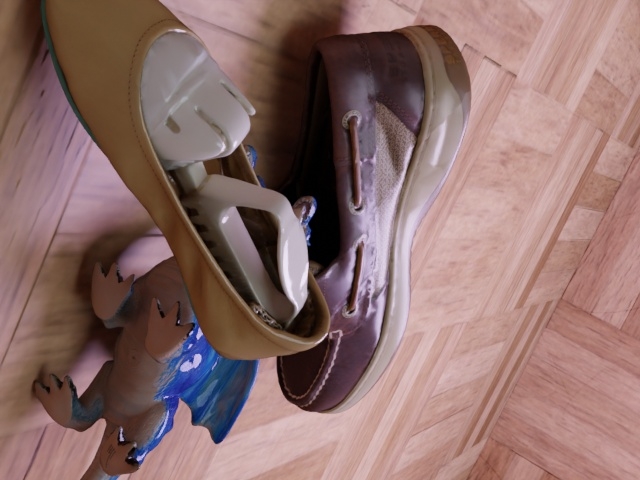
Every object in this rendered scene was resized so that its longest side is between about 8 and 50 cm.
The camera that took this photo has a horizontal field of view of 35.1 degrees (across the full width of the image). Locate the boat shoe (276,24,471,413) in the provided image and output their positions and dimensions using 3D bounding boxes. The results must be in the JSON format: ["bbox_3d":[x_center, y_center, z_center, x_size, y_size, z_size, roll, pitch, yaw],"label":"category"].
[{"bbox_3d":[0.000,0.000,0.745,0.123,0.123,0.342,-6,134,-28],"label":"boat shoe"}]

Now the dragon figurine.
[{"bbox_3d":[-0.095,0.081,0.639,0.144,0.085,0.289,-5,120,-64],"label":"dragon figurine"}]

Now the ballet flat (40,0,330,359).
[{"bbox_3d":[-0.052,-0.036,0.497,0.080,0.073,0.232,-56,135,-39],"label":"ballet flat"}]
